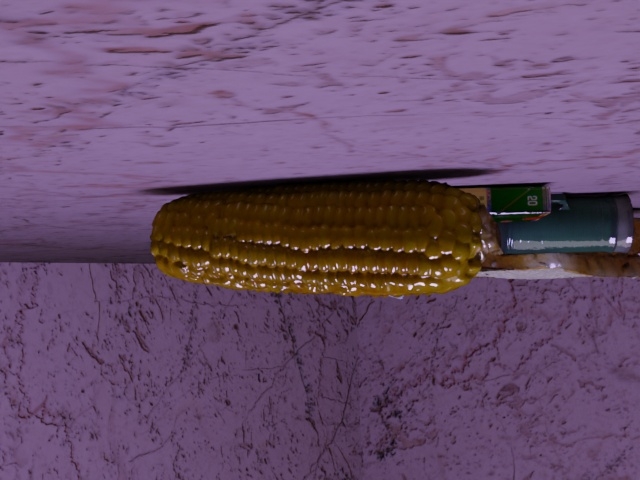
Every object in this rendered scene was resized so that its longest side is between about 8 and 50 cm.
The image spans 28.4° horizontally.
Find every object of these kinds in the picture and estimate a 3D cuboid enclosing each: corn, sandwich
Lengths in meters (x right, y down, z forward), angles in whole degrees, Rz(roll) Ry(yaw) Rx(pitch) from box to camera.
[{"bbox_3d":[0.000,0.000,1.272,0.363,0.120,0.120,-2,177,19],"label":"corn"},{"bbox_3d":[0.308,0.008,1.865,0.271,0.099,0.301,7,175,-41],"label":"sandwich"}]

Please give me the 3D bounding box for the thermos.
[{"bbox_3d":[0.280,-0.018,1.535,0.187,0.073,0.083,-2,178,0],"label":"thermos"}]

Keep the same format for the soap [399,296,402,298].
[{"bbox_3d":[0.000,0.009,1.411,0.198,0.066,0.119,14,180,29],"label":"soap"}]

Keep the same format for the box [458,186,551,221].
[{"bbox_3d":[0.135,-0.038,1.430,0.235,0.034,0.132,-2,176,2],"label":"box"}]
